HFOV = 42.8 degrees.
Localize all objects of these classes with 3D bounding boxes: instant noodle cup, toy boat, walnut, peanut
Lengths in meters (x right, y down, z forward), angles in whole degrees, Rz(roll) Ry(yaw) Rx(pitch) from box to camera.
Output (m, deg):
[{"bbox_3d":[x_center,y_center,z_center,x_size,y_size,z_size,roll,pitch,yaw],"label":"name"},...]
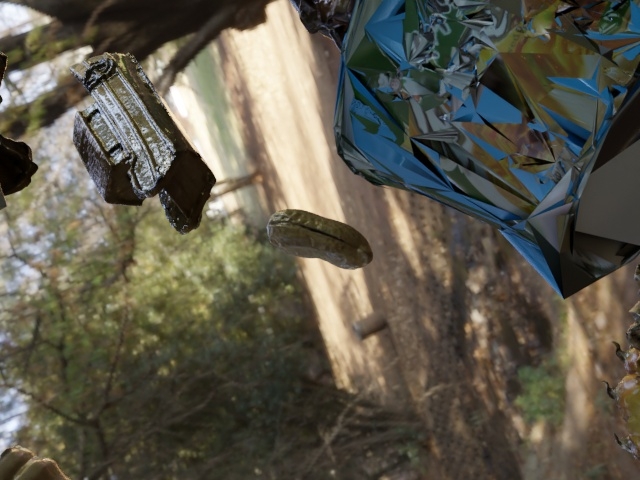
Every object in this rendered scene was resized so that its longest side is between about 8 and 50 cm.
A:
[{"bbox_3d":[0.150,-0.099,0.540,0.178,0.240,0.240,36,158,35],"label":"instant noodle cup"},{"bbox_3d":[-0.300,-0.161,1.276,0.445,0.162,0.136,53,179,43],"label":"toy boat"},{"bbox_3d":[-0.540,-0.169,1.188,0.204,0.141,0.238,-34,-63,-57],"label":"walnut"},{"bbox_3d":[0.000,0.000,1.273,0.080,0.174,0.080,18,-90,-80],"label":"peanut"}]

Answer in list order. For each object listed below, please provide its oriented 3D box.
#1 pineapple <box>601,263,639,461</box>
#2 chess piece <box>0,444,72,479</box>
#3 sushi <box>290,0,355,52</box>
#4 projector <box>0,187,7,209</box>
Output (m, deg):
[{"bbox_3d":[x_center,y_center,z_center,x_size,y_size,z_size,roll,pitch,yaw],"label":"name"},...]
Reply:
[{"bbox_3d":[0.483,0.118,0.998,0.286,0.344,0.209,50,-159,3],"label":"pineapple"},{"bbox_3d":[-0.224,0.340,0.910,0.124,0.307,0.139,-67,-1,-49],"label":"chess piece"},{"bbox_3d":[0.054,-0.339,1.003,0.215,0.212,0.227,53,-175,1],"label":"sushi"},{"bbox_3d":[-0.436,-0.162,0.836,0.259,0.079,0.257,49,158,10],"label":"projector"}]
